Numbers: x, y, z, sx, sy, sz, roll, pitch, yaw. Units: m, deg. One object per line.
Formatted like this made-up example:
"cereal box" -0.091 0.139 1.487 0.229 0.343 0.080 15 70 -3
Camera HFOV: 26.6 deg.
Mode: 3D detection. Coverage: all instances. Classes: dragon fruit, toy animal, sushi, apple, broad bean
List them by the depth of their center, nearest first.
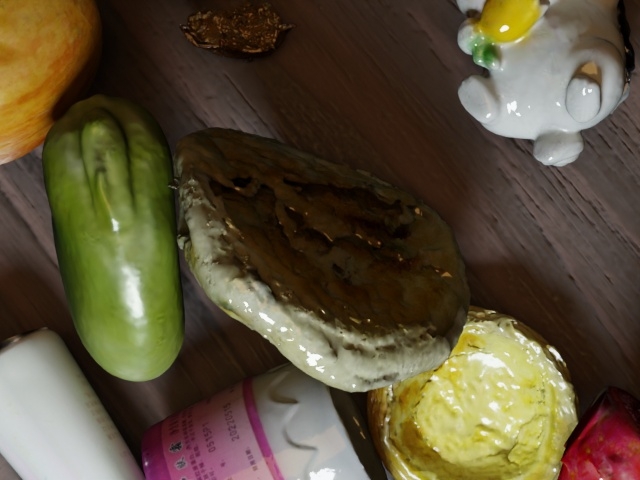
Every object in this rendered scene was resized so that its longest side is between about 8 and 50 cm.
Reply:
"dragon fruit" 0.282 0.227 1.242 0.163 0.262 0.189 -18 87 16
"broad bean" -0.194 -0.003 1.293 0.119 0.238 0.291 -13 121 -15
"apple" -0.342 -0.212 1.298 0.233 0.286 0.286 -27 87 -12
"toy animal" 0.192 -0.240 1.308 0.208 0.154 0.325 -43 64 25
"sushi" -0.082 -0.214 1.377 0.118 0.060 0.061 -14 83 5

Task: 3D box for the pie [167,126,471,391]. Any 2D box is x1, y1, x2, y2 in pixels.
"pie" 0.000 0.000 1.246 0.339 0.339 0.077 36 117 5

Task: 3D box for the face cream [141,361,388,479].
"face cream" -0.051 0.220 1.313 0.195 0.175 0.175 -27 87 6

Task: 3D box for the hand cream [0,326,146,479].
"hand cream" -0.223 0.254 1.346 0.118 0.185 0.358 -33 80 -25

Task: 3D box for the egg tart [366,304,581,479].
"egg tart" 0.149 0.165 1.334 0.213 0.090 0.212 0 91 6
